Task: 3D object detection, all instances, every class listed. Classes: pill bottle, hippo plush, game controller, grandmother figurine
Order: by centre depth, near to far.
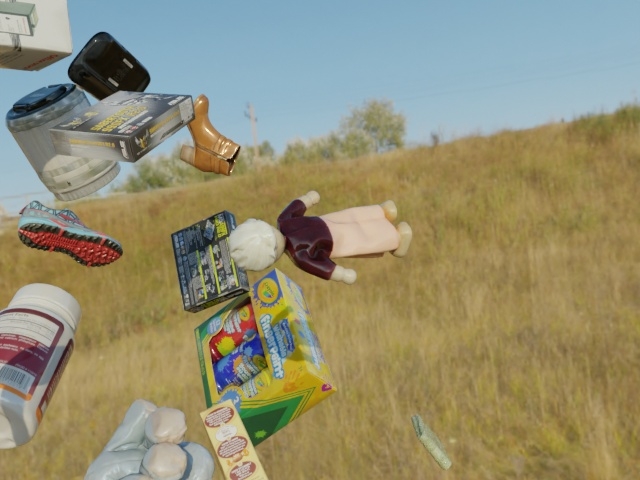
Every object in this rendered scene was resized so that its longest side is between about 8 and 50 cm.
[{"bbox_3d":[0.000,0.000,1.186,0.342,0.104,0.208,-5,41,-31],"label":"grandmother figurine"},{"bbox_3d":[-0.323,0.490,1.316,0.294,0.236,0.234,-48,37,-10],"label":"hippo plush"},{"bbox_3d":[-0.772,0.308,1.709,0.224,0.224,0.392,-7,38,10],"label":"pill bottle"},{"bbox_3d":[-0.599,-0.476,1.915,0.067,0.166,0.319,29,-3,13],"label":"game controller"}]

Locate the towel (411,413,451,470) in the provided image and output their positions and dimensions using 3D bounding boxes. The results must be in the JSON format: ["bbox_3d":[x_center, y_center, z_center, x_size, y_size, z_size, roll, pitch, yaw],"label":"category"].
[{"bbox_3d":[0.255,0.462,1.536,0.027,0.110,0.148,-39,1,5],"label":"towel"}]

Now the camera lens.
[{"bbox_3d":[-0.700,-0.274,1.817,0.219,0.274,0.219,-16,32,10],"label":"camera lens"}]

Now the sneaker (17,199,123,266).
[{"bbox_3d":[-0.596,-0.027,1.613,0.104,0.125,0.262,-41,-43,23],"label":"sneaker"}]

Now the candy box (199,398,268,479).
[{"bbox_3d":[-0.173,0.545,1.517,0.088,0.316,0.183,-21,-38,-16],"label":"candy box"}]

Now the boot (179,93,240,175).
[{"bbox_3d":[-0.280,-0.275,1.754,0.152,0.197,0.073,20,19,17],"label":"boot"}]

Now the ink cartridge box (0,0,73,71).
[{"bbox_3d":[-0.698,-0.437,1.373,0.211,0.121,0.289,-1,5,43],"label":"ink cartridge box"}]

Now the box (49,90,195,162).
[{"bbox_3d":[-0.385,-0.232,1.320,0.183,0.056,0.231,9,33,20],"label":"box"}]

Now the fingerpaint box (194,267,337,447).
[{"bbox_3d":[-0.191,0.366,2.089,0.371,0.445,0.163,-36,-49,13],"label":"fingerpaint box"}]

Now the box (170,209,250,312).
[{"bbox_3d":[-0.349,0.068,2.090,0.216,0.270,0.060,-23,-23,17],"label":"box"}]
